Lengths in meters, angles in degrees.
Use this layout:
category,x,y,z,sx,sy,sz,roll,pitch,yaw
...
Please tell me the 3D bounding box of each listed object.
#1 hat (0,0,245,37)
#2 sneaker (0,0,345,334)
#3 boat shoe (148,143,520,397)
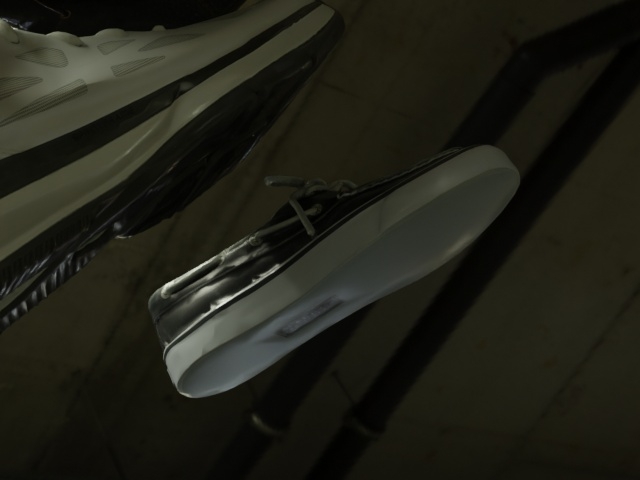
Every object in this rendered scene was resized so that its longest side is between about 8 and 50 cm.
category,x,y,z,sx,sy,sz,roll,pitch,yaw
hat,-0.192,-0.280,0.950,0.331,0.134,0.331,-14,-20,-5
sneaker,-0.188,-0.118,0.733,0.447,0.257,0.169,-39,-4,-39
boat shoe,0.002,0.001,0.874,0.306,0.105,0.113,-35,-28,17
